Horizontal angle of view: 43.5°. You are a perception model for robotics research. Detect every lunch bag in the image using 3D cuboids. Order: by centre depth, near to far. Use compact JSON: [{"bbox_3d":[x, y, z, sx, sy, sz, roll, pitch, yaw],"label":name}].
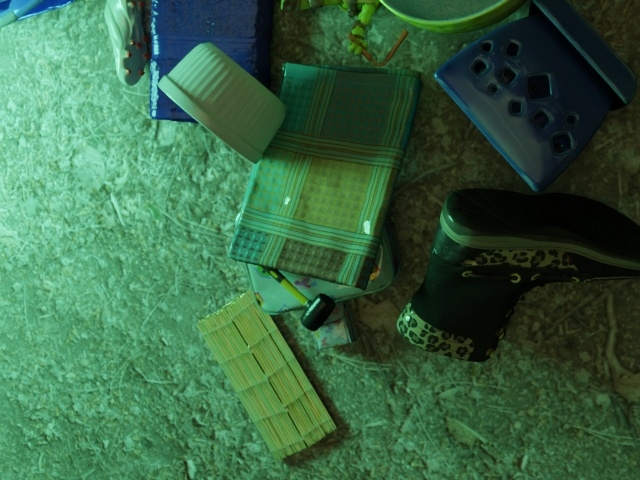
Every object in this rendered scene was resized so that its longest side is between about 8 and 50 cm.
[{"bbox_3d":[0.000,0.000,1.414,0.279,0.108,0.224,-15,92,19],"label":"lunch bag"},{"bbox_3d":[0.020,0.152,1.461,0.071,0.053,0.083,-14,85,18],"label":"lunch bag"}]

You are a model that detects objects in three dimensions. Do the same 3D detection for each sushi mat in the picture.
[{"bbox_3d":[-0.104,0.258,1.533,0.151,0.019,0.316,-31,89,18],"label":"sushi mat"}]

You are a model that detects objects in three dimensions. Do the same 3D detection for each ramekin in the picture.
[{"bbox_3d":[-0.152,-0.231,1.315,0.207,0.207,0.109,40,95,8],"label":"ramekin"}]

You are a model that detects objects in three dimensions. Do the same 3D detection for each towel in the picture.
[{"bbox_3d":[0.005,-0.122,1.335,0.272,0.040,0.370,11,80,29],"label":"towel"},{"bbox_3d":[-0.193,-0.364,1.443,0.228,0.076,0.308,5,99,10],"label":"towel"}]

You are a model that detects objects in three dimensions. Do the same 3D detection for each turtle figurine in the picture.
[{"bbox_3d":[0.052,-0.432,1.341,0.218,0.087,0.269,12,89,1],"label":"turtle figurine"}]

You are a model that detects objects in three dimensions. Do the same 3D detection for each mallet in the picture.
[{"bbox_3d":[-0.053,0.067,1.367,0.062,0.039,0.189,-46,79,20],"label":"mallet"}]

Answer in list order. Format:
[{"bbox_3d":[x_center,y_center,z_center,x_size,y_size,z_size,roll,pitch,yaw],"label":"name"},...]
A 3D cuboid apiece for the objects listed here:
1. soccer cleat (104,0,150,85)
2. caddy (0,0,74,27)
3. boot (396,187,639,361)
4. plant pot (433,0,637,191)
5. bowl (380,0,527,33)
[{"bbox_3d":[-0.366,-0.387,1.498,0.076,0.068,0.196,6,99,32],"label":"soccer cleat"},{"bbox_3d":[-0.604,-0.476,1.465,0.342,0.241,0.179,-10,91,19],"label":"caddy"},{"bbox_3d":[0.324,0.067,1.292,0.378,0.138,0.284,5,132,-20],"label":"boot"},{"bbox_3d":[0.331,-0.228,1.212,0.212,0.236,0.236,-41,85,13],"label":"plant pot"},{"bbox_3d":[0.227,-0.434,1.229,0.290,0.156,0.289,-5,77,24],"label":"bowl"}]
